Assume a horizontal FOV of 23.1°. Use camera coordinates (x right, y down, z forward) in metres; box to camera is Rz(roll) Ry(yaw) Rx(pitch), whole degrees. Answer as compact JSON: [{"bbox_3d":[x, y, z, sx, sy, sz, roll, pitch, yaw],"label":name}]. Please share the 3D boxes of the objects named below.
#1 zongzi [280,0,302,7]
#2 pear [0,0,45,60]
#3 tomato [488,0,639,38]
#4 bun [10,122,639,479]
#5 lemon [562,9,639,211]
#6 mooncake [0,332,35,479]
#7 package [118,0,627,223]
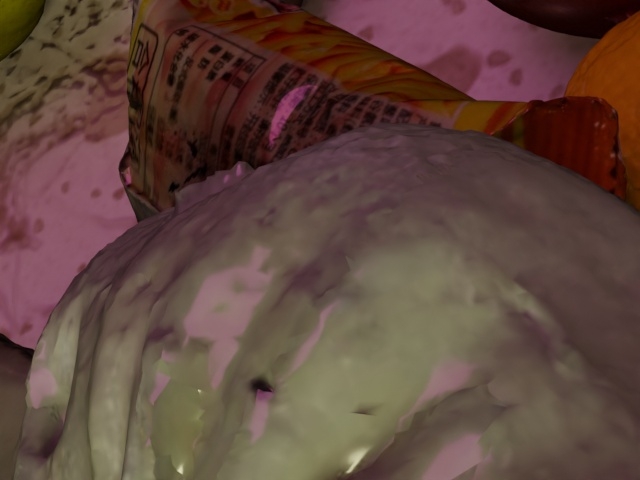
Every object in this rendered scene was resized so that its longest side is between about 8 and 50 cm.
[{"bbox_3d":[-0.096,-0.205,0.896,0.204,0.094,0.205,9,68,7],"label":"zongzi"},{"bbox_3d":[-0.328,-0.226,0.962,0.375,0.287,0.287,8,62,1],"label":"pear"},{"bbox_3d":[0.127,-0.167,0.702,0.167,0.167,0.167,-18,53,26],"label":"tomato"},{"bbox_3d":[0.010,0.141,0.490,0.354,0.194,0.354,14,111,40],"label":"bun"},{"bbox_3d":[0.177,-0.038,0.600,0.187,0.142,0.142,-23,49,3],"label":"lemon"},{"bbox_3d":[-0.193,0.164,0.737,0.254,0.136,0.250,16,71,46],"label":"mooncake"},{"bbox_3d":[0.001,0.006,0.661,0.108,0.223,0.288,-26,37,-26],"label":"package"}]
